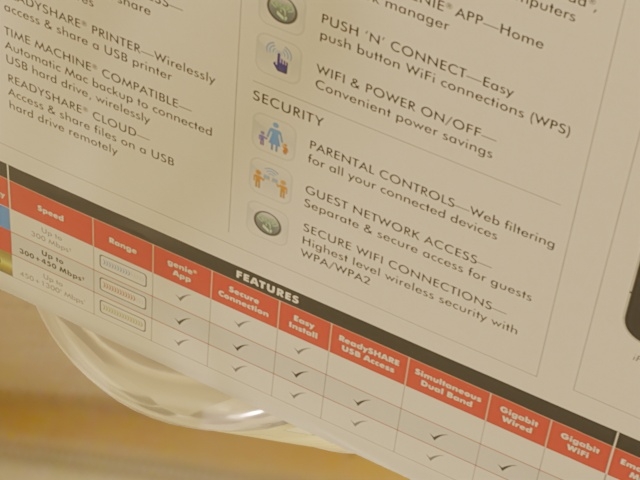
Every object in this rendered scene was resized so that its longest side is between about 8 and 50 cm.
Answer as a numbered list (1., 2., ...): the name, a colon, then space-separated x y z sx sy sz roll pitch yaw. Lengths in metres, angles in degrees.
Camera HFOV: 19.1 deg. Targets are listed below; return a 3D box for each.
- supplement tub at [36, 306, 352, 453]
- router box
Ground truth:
1. supplement tub: 0.000 0.000 1.053 0.228 0.228 0.316 -24 163 16
2. router box: 0.051 -0.059 0.470 0.335 0.301 0.082 24 -132 16
